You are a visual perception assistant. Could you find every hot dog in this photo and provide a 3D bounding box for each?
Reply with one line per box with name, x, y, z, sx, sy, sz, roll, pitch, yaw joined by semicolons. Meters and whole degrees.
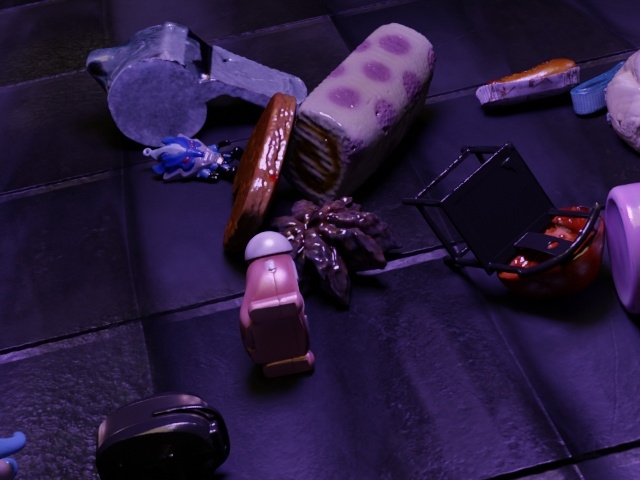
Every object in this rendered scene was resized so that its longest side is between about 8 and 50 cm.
hot dog;0.378;-0.282;2.129;0.191;0.059;0.108;-14;-11;4

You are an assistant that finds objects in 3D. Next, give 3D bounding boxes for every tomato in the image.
tomato;0.346;0.023;1.665;0.166;0.082;0.174;-18;23;44

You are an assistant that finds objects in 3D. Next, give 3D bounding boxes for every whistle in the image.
whistle;-0.234;-0.309;2.248;0.404;0.188;0.168;-9;33;2

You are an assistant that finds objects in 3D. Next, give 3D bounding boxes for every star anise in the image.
star anise;0.001;0.000;1.794;0.236;0.109;0.223;-3;29;15

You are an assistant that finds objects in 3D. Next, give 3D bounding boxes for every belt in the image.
belt;0.533;-0.274;2.099;0.179;0.065;0.100;-32;29;-28

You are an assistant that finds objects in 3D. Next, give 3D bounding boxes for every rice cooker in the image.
rice cooker;-0.197;0.252;1.454;0.165;0.112;0.106;-17;28;-10

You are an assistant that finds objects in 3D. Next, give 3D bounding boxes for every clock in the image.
clock;-0.067;0.087;1.628;0.092;0.166;0.162;-10;40;1

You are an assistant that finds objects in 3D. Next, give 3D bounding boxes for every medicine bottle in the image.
medicine bottle;0.544;-0.005;1.577;0.290;0.178;0.178;-8;33;5

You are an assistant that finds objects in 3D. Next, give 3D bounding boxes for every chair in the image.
chair;0.249;-0.042;1.658;0.154;0.141;0.260;-41;16;-13

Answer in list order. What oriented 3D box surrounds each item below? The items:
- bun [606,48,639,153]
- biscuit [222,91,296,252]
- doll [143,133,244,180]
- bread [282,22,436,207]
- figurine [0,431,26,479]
bun;0.599;-0.246;1.912;0.259;0.160;0.259;-10;49;12
biscuit;-0.102;-0.094;1.907;0.052;0.262;0.277;19;56;-10
doll;-0.233;-0.147;2.118;0.195;0.070;0.096;8;68;20
bread;0.073;-0.218;2.025;0.155;0.187;0.338;32;45;9
figurine;-0.462;0.295;1.458;0.262;0.154;0.180;30;38;22
